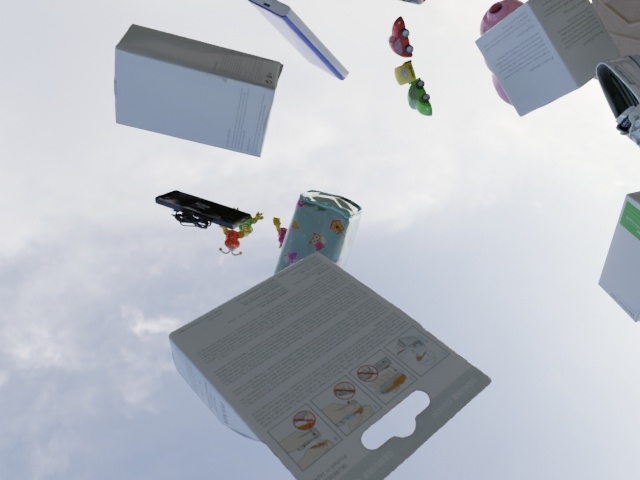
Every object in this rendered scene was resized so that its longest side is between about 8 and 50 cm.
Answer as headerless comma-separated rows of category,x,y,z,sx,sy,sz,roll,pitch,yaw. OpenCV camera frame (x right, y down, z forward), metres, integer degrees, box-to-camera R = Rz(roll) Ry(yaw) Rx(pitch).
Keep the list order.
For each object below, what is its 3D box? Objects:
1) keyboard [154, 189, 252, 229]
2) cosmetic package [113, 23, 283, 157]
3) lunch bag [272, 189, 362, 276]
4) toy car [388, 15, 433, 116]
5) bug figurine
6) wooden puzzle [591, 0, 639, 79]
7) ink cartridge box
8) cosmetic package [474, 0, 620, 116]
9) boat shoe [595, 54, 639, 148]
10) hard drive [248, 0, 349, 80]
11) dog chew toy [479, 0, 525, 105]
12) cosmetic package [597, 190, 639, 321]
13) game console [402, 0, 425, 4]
keyboard,-0.233,-0.048,1.024,0.192,0.038,0.100,18,-156,24
cosmetic package,-0.308,-0.373,1.363,0.384,0.217,0.156,15,-138,-8
lunch bag,0.000,0.000,1.296,0.160,0.224,0.262,20,-168,7
toy car,0.225,-0.406,1.357,0.053,0.239,0.225,-19,-111,8
bug figurine,-0.152,-0.006,1.515,0.278,0.072,0.216,13,-156,-12
wooden puzzle,0.716,-0.426,1.099,0.322,0.348,0.080,35,-101,36
ink cartridge box,0.003,0.195,0.808,0.308,0.091,0.385,-28,-135,-31
cosmetic package,0.435,-0.370,1.042,0.151,0.151,0.184,-36,-83,-23
boat shoe,0.487,-0.184,0.826,0.075,0.083,0.226,-8,-118,-10
hard drive,-0.064,-0.623,1.651,0.210,0.040,0.318,42,-172,38
dog chew toy,0.529,-0.501,1.435,0.331,0.206,0.207,33,-145,-43
cosmetic package,0.997,0.043,1.623,0.155,0.366,0.197,-12,-142,-9
game console,-0.022,-0.545,1.024,0.386,0.060,0.342,29,-157,30
